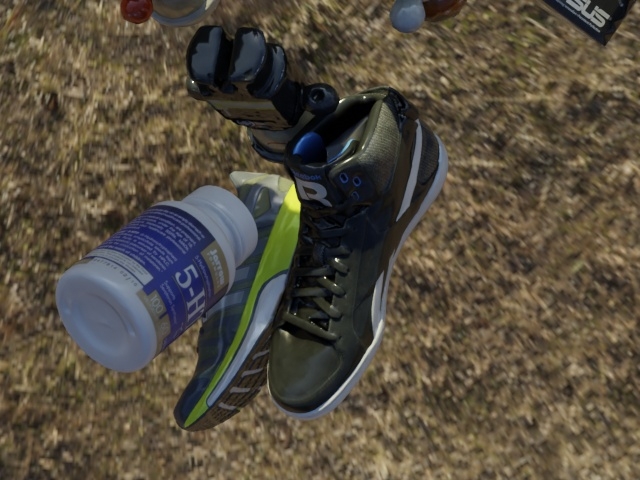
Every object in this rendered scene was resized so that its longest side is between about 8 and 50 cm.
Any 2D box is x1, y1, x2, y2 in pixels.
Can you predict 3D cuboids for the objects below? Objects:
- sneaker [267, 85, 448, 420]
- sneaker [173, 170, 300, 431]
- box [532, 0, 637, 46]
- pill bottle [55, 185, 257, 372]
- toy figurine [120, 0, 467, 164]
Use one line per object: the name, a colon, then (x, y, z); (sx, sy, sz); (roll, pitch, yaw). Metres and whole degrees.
sneaker: (0.000, 0.000, 0.835); (0.121, 0.079, 0.216); (41, 70, -55)
sneaker: (-0.091, 0.062, 1.396); (0.121, 0.111, 0.300); (23, 85, 20)
box: (0.169, -0.271, 0.916); (0.231, 0.056, 0.183); (28, 102, -34)
pill bottle: (-0.145, 0.028, 1.212); (0.112, 0.187, 0.112); (21, 132, 26)
toy figurine: (-0.022, -0.181, 0.841); (0.209, 0.148, 0.213); (-41, 67, 3)
